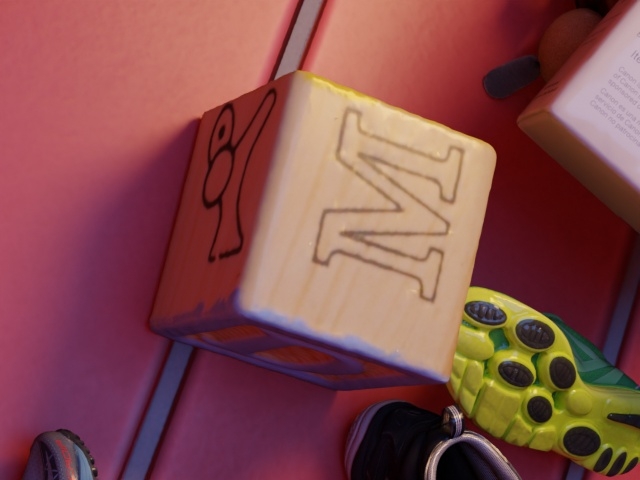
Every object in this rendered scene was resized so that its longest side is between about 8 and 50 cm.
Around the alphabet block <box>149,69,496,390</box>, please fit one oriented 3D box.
[{"bbox_3d":[0.000,0.000,1.377,0.193,0.192,0.197,20,75,-26],"label":"alphabet block"}]

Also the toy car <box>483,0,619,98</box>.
[{"bbox_3d":[0.247,-0.179,1.589,0.155,0.149,0.188,41,95,-12],"label":"toy car"}]

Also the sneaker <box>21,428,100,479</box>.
[{"bbox_3d":[-0.240,0.260,1.262,0.125,0.104,0.262,19,74,-22],"label":"sneaker"}]

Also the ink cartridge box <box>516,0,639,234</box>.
[{"bbox_3d":[0.399,-0.157,1.437,0.279,0.160,0.385,41,88,-2],"label":"ink cartridge box"}]

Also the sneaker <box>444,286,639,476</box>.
[{"bbox_3d":[0.179,0.117,1.472,0.295,0.123,0.109,34,96,-42],"label":"sneaker"}]

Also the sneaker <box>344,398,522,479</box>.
[{"bbox_3d":[0.102,0.262,1.411,0.101,0.153,0.269,-11,88,-28],"label":"sneaker"}]
